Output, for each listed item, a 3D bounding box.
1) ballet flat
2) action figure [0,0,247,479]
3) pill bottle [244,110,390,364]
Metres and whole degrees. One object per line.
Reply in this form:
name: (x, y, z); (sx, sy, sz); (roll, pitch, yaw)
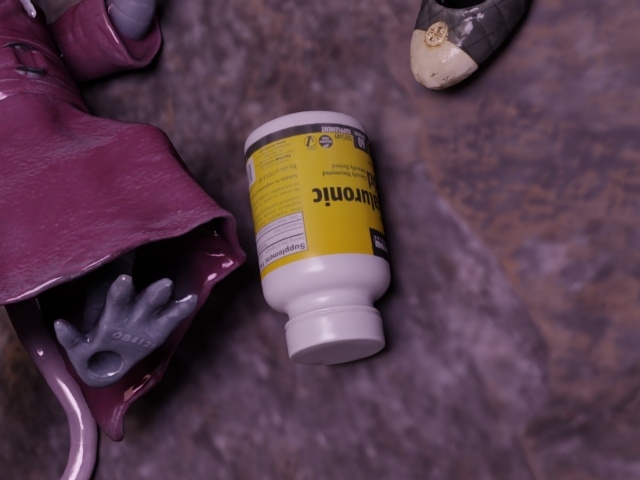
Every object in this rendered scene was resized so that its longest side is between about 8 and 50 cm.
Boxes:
ballet flat: (0.086, -0.155, 0.643); (0.057, 0.049, 0.173); (30, 95, 36)
action figure: (-0.167, -0.055, 0.745); (0.276, 0.248, 0.370); (100, 155, -46)
pill bottle: (0.000, 0.000, 0.651); (0.065, 0.065, 0.116); (-19, 69, 28)
